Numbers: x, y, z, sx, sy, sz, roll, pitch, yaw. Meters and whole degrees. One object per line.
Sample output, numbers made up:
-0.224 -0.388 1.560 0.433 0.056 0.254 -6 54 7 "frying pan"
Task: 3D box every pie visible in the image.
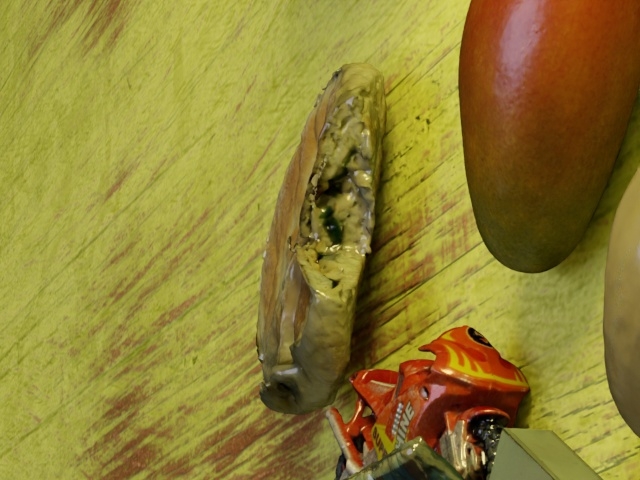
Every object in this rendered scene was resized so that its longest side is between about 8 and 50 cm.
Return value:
0.000 0.000 1.752 0.337 0.075 0.337 -168 90 -82 "pie"

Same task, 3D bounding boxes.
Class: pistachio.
0.240 0.032 1.189 0.136 0.136 0.226 -129 42 -59 "pistachio"

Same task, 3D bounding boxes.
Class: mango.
0.166 -0.106 1.383 0.146 0.129 0.289 -144 53 -62 "mango"

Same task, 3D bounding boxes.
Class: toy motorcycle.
0.088 0.161 1.544 0.298 0.089 0.171 156 119 -65 "toy motorcycle"

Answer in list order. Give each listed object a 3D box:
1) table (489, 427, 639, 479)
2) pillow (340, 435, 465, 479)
0.168 0.264 1.305 0.121 0.111 0.240 -134 53 -60 "table"
0.084 0.249 1.473 0.189 0.034 0.255 49 149 -1 "pillow"
